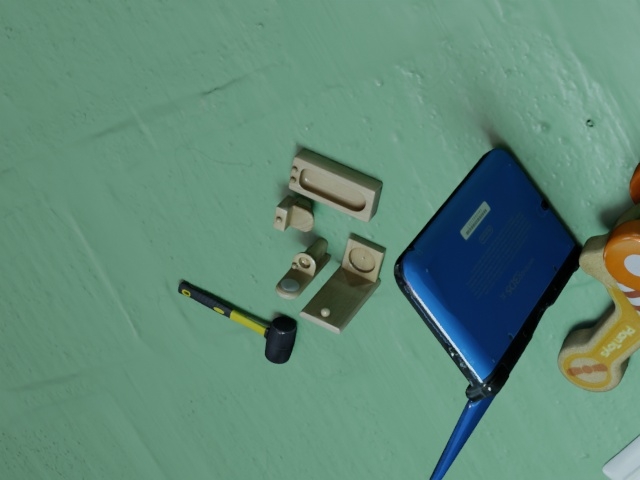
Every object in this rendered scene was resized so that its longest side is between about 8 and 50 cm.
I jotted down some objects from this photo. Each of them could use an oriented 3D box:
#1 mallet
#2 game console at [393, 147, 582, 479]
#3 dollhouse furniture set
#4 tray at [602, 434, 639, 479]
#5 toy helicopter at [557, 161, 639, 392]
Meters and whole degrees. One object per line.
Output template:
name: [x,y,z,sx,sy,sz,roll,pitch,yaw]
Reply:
mallet: [-0.118,0.113,1.979,0.190,0.039,0.062,20,125,23]
game console: [0.166,0.082,1.613,0.173,0.293,0.250,-30,102,40]
dollhouse furniture set: [0.000,0.000,1.771,0.144,0.123,0.151,24,129,15]
tray: [0.469,0.264,1.728,0.145,0.030,0.270,40,132,3]
toy helicopter: [0.388,0.080,1.617,0.235,0.140,0.355,30,142,-1]
